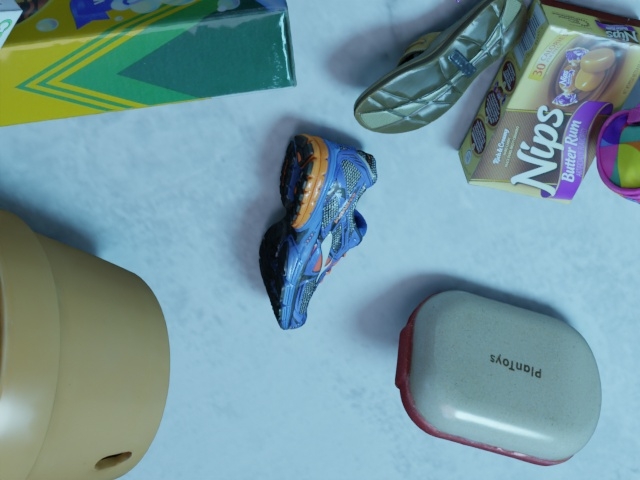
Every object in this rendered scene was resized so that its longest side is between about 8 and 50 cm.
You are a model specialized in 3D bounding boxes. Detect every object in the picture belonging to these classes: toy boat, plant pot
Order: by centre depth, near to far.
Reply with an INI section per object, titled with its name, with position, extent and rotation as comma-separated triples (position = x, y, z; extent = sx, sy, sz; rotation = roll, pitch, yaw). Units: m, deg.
[plant pot]
position = -0.272, 0.114, 1.777
extent = 0.203, 0.291, 0.291
rotation = 8, 130, -37
[toy boat]
position = 0.166, 0.150, 1.980
extent = 0.231, 0.151, 0.151
rotation = 18, 155, -22

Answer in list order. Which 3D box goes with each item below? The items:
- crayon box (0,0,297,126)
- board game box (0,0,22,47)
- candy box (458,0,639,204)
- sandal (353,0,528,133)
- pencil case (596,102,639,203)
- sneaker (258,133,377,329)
[crayon box]
position = -0.193, -0.187, 1.562
extent = 0.323, 0.203, 0.083
rotation = -9, 131, -3
[board game box]
position = -0.363, -0.202, 1.473
extent = 0.053, 0.305, 0.193
rotation = -10, 144, -51
[candy box]
position = 0.212, -0.126, 1.788
extent = 0.109, 0.053, 0.186
rotation = 11, 126, -20
[sandal]
position = 0.105, -0.161, 1.747
extent = 0.180, 0.049, 0.072
rotation = -41, 132, 5
[pencil case]
position = 0.357, -0.059, 1.811
extent = 0.236, 0.104, 0.104
rotation = 18, 127, -43
[sneaker]
position = 0.000, 0.000, 1.842
extent = 0.087, 0.083, 0.221
rotation = 1, 132, -18
